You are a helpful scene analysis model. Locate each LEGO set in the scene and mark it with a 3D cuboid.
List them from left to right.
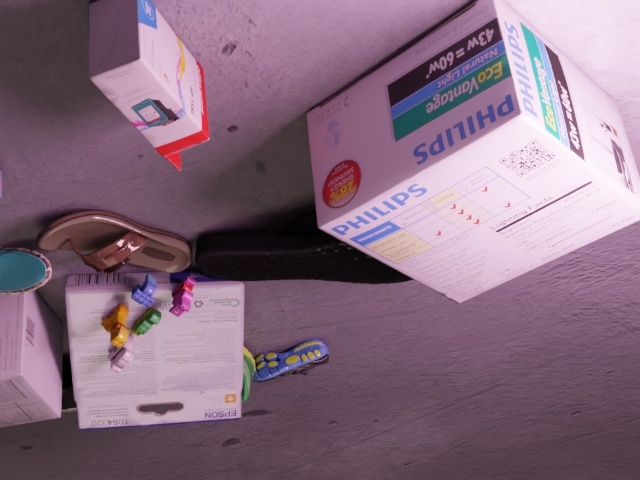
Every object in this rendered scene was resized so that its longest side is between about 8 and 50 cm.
[{"bbox_3d":[-0.325,0.150,1.830,0.087,0.093,0.227,36,109,-27],"label":"LEGO set"}]

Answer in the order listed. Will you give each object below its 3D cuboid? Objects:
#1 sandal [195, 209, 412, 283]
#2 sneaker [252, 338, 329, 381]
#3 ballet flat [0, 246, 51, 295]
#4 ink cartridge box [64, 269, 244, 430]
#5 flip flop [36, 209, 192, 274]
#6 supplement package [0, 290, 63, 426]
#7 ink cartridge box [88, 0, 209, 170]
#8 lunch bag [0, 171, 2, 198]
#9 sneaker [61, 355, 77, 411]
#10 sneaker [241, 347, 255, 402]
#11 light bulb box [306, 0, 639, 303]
[{"bbox_3d":[-0.002,-0.001,1.798,0.445,0.107,0.167,0,155,12],"label":"sandal"},{"bbox_3d":[-0.068,0.271,2.225,0.188,0.067,0.078,-18,140,11],"label":"sneaker"},{"bbox_3d":[-0.572,0.060,1.798,0.240,0.091,0.077,-8,178,8],"label":"ballet flat"},{"bbox_3d":[-0.310,0.207,1.964,0.323,0.071,0.330,-2,123,-10],"label":"ink cartridge box"},{"bbox_3d":[-0.345,0.020,1.763,0.277,0.080,0.112,17,140,-34],"label":"flip flop"},{"bbox_3d":[-0.635,0.221,1.903,0.262,0.199,0.198,-10,147,4],"label":"supplement package"},{"bbox_3d":[-0.216,-0.210,1.382,0.078,0.134,0.231,-18,147,15],"label":"ink cartridge box"},{"bbox_3d":[-0.526,-0.087,1.583,0.071,0.053,0.083,-1,172,-12],"label":"lunch bag"},{"bbox_3d":[-0.623,0.301,2.130,0.295,0.105,0.147,-5,146,-15],"label":"sneaker"},{"bbox_3d":[-0.223,0.245,2.097,0.109,0.124,0.295,-24,141,23],"label":"sneaker"},{"bbox_3d":[0.229,-0.116,1.538,0.357,0.225,0.361,-29,141,31],"label":"light bulb box"}]
